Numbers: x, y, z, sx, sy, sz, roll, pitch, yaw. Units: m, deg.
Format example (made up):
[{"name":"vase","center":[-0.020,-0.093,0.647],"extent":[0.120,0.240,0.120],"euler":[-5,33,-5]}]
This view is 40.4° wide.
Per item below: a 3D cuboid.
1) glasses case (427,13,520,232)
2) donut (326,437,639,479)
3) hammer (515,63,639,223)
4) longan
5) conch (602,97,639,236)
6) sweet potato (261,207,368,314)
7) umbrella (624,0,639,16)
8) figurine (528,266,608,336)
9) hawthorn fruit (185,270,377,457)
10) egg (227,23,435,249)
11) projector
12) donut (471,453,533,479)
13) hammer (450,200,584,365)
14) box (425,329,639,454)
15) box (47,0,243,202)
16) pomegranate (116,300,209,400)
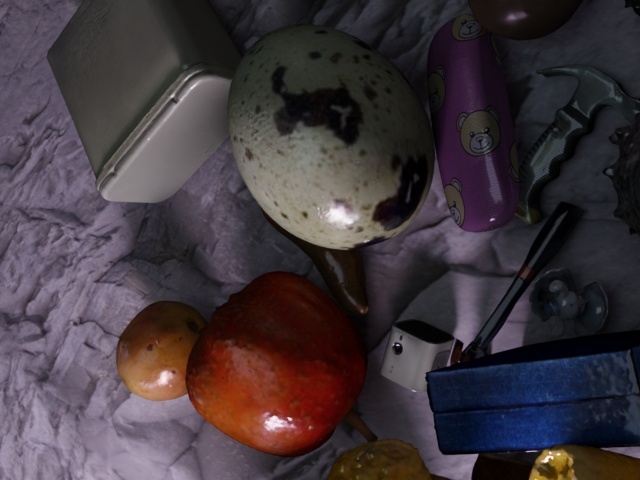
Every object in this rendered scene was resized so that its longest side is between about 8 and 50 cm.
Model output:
[{"name":"glasses case","center":[0.216,-0.168,1.249],"extent":[0.123,0.076,0.316],"euler":[-23,71,56]},{"name":"donut","center":[0.208,0.339,1.015],"extent":[0.435,0.377,0.163],"euler":[-5,65,17]},{"name":"hammer","center":[0.329,-0.132,1.203],"extent":[0.159,0.041,0.226],"euler":[42,116,29]},{"name":"longan","center":[0.271,-0.355,1.158],"extent":[0.189,0.189,0.189],"euler":[2,94,38]},{"name":"conch","center":[0.481,-0.066,1.025],"extent":[0.240,0.186,0.313],"euler":[-45,51,14]},{"name":"sweet potato","center":[0.002,0.000,1.432],"extent":[0.292,0.097,0.097],"euler":[48,119,27]},{"name":"umbrella","center":[0.493,-0.399,1.031],"extent":[0.090,0.094,0.326],"euler":[43,118,12]},{"name":"figurine","center":[0.332,0.087,1.180],"extent":[0.082,0.086,0.094],"euler":[-118,42,-64]},{"name":"hawthorn fruit","center":[-0.041,0.215,1.382],"extent":[0.330,0.287,0.287],"euler":[38,117,4]},{"name":"egg","center":[0.010,-0.159,1.299],"extent":[0.287,0.288,0.379],"euler":[-50,49,28]},{"name":"projector","center":[0.148,0.175,1.333],"extent":[0.083,0.083,0.082],"euler":[24,107,34]},{"name":"donut","center":[0.267,0.453,1.222],"extent":[0.112,0.151,0.294],"euler":[-10,85,28]},{"name":"hammer","center":[0.273,0.071,1.220],"extent":[0.037,0.137,0.289],"euler":[36,105,23]},{"name":"box","center":[0.316,0.181,1.080],"extent":[0.262,0.279,0.116],"euler":[-16,81,37]},{"name":"box","center":[-0.324,-0.308,1.621],"extent":[0.352,0.177,0.343],"euler":[-42,67,32]},{"name":"pomegranate","center":[-0.290,0.207,1.614],"extent":[0.191,0.191,0.191],"euler":[2,94,38]}]
